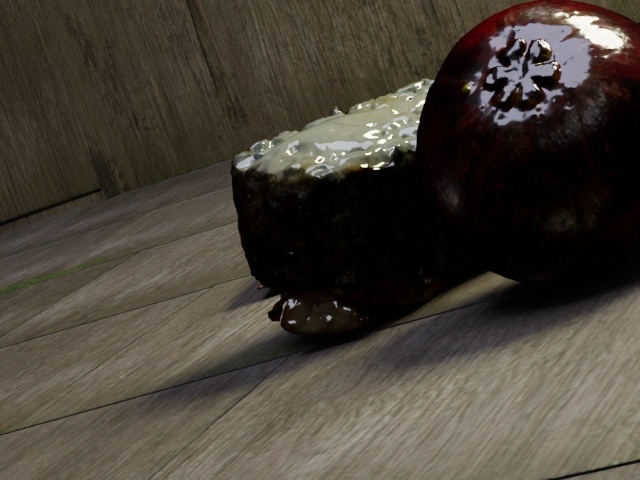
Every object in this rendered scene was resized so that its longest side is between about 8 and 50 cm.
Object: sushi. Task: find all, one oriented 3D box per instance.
[{"bbox_3d":[0.072,-0.035,1.730,0.343,0.182,0.196,-25,14,-32],"label":"sushi"}]

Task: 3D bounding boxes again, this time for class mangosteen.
[{"bbox_3d":[0.198,-0.063,1.576,0.235,0.236,0.261,-18,-35,15],"label":"mangosteen"}]

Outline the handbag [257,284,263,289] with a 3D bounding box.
[{"bbox_3d":[0.000,0.000,2.085,0.127,0.063,0.190,-18,4,11],"label":"handbag"}]
